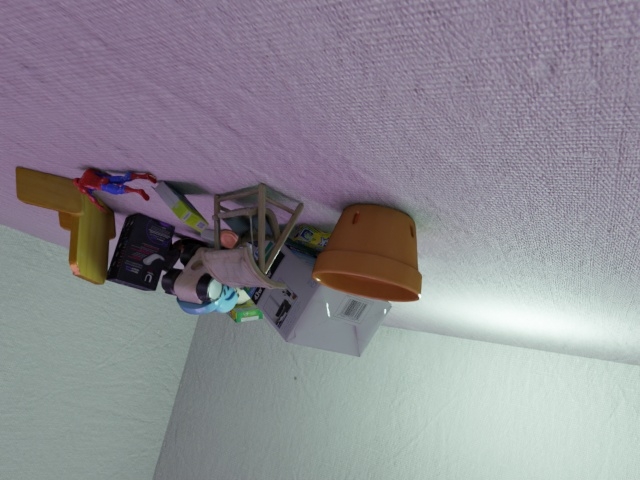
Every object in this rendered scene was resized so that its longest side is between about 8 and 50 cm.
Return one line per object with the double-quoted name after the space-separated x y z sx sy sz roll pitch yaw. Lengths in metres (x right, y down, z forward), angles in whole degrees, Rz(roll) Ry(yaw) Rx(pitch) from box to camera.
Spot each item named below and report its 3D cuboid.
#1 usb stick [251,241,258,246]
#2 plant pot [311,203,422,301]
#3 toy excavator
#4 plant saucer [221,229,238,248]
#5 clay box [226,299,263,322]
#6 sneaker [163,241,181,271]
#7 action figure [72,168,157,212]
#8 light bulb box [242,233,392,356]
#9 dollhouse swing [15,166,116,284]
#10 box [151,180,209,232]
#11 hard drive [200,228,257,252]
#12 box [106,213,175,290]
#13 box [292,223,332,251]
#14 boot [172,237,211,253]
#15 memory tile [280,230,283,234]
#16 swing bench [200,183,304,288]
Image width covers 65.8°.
-0.200 0.022 1.864 0.077 0.045 0.278 5 164 33 "usb stick"
0.139 0.032 1.323 0.291 0.203 0.291 13 164 4 "plant pot"
-0.410 0.193 2.093 0.223 0.432 0.445 6 135 22 "toy excavator"
-0.345 -0.003 1.863 0.084 0.013 0.083 7 127 10 "plant saucer"
-0.357 0.306 2.232 0.128 0.053 0.222 -5 -168 -27 "clay box"
-0.709 0.017 2.127 0.286 0.130 0.109 36 180 17 "sneaker"
-0.612 -0.149 1.490 0.281 0.091 0.139 8 155 18 "action figure"
-0.025 0.177 1.658 0.358 0.225 0.361 24 -169 -43 "light bulb box"
-0.924 -0.032 1.774 0.315 0.304 0.347 13 166 -2 "dollhouse swing"
-0.415 -0.105 1.463 0.178 0.042 0.109 44 -179 30 "box"
-0.353 0.032 2.036 0.203 0.040 0.307 11 165 6 "hard drive"
-0.711 0.050 1.955 0.165 0.270 0.143 25 161 -36 "box"
0.000 0.000 1.605 0.169 0.054 0.059 17 164 -19 "box"
-0.498 0.071 2.194 0.305 0.112 0.115 24 151 -29 "boot"
-0.200 -0.041 1.699 0.113 0.012 0.148 1 161 39 "memory tile"
-0.205 0.001 1.393 0.165 0.254 0.253 25 161 -37 "swing bench"
